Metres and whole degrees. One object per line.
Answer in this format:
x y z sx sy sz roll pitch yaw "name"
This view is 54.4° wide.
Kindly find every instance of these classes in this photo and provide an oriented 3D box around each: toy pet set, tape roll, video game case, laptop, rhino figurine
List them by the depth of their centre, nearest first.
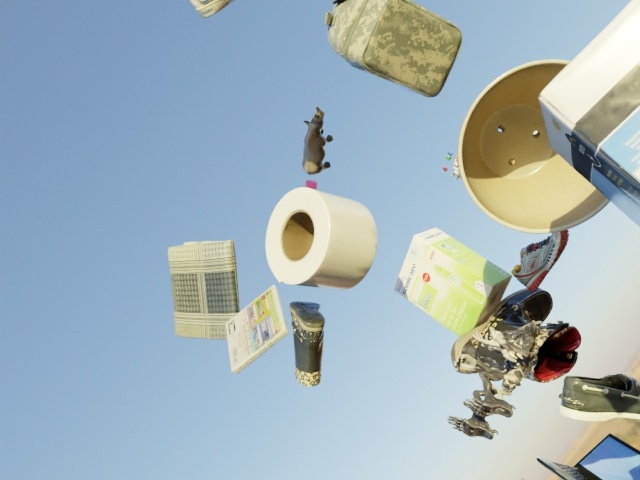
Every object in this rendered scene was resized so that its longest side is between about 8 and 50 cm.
0.000 0.000 1.575 0.169 0.246 0.246 10 -65 -42 "tape roll"
0.758 0.602 1.636 0.264 0.234 0.136 23 -88 -31 "laptop"
-0.180 0.244 1.737 0.193 0.212 0.023 -39 -59 10 "video game case"
0.418 -0.212 1.776 0.065 0.114 0.122 -42 -14 -9 "toy pet set"
-0.013 -0.315 1.979 0.106 0.073 0.243 -42 -34 -40 "rhino figurine"

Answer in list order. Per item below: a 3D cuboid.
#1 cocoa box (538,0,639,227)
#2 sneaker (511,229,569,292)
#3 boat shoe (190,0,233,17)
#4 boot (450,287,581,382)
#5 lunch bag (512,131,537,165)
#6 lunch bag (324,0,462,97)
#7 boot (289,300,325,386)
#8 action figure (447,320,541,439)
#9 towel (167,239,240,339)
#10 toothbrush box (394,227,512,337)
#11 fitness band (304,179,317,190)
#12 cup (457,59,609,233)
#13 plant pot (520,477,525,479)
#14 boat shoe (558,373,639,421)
0.465 -0.162 0.834 0.231 0.228 0.347 -46 -18 15 "cocoa box"
0.570 0.040 1.629 0.088 0.093 0.225 -39 -23 -42 "sneaker"
-0.199 -0.620 1.428 0.098 0.302 0.109 43 -133 -36 "boat shoe"
0.563 0.247 1.650 0.377 0.284 0.138 -26 -80 -26 "boot"
0.617 -0.200 1.642 0.303 0.243 0.115 -54 13 8 "lunch bag"
0.186 -0.543 1.694 0.305 0.256 0.212 12 -74 -32 "lunch bag"
-0.040 0.262 1.635 0.085 0.236 0.178 2 -81 -9 "boot"
0.339 0.240 1.211 0.275 0.141 0.164 -47 -21 -42 "action figure"
-0.365 0.156 1.972 0.056 0.324 0.312 -6 -89 -48 "towel"
0.384 0.125 1.837 0.122 0.283 0.206 -16 -47 -43 "toothbrush box"
-0.056 -0.077 2.222 0.209 0.054 0.291 -79 2 -54 "fitness band"
0.436 -0.201 1.299 0.331 0.331 0.237 -60 4 13 "cup"
0.346 0.501 1.090 0.134 0.095 0.134 -35 -29 -23 "plant pot"
0.671 0.346 1.399 0.302 0.114 0.091 2 -86 -26 "boat shoe"
